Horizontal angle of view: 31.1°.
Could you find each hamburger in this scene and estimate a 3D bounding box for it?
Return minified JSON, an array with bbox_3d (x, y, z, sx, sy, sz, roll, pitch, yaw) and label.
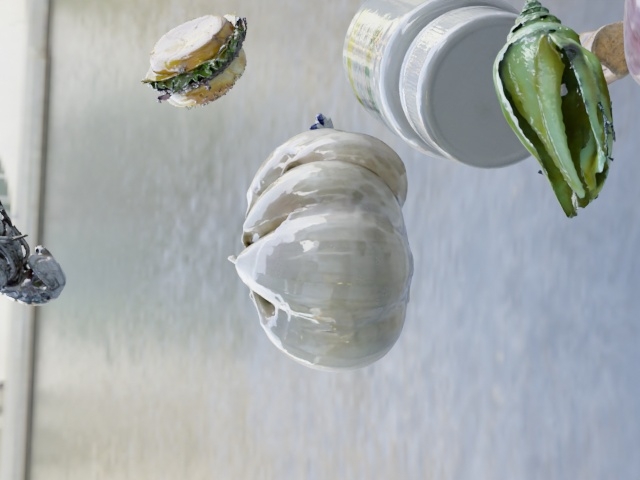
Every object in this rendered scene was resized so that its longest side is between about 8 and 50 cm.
[{"bbox_3d":[-0.176,-0.262,1.686,0.093,0.164,0.189,60,-150,-33],"label":"hamburger"}]

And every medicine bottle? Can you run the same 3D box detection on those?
[{"bbox_3d":[0.161,-0.209,1.424,0.339,0.208,0.208,-123,38,-70],"label":"medicine bottle"}]

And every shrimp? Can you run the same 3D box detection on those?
[{"bbox_3d":[-0.294,-0.004,1.008,0.065,0.165,0.056,-37,14,18],"label":"shrimp"}]

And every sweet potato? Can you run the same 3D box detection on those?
[{"bbox_3d":[0.438,-0.292,1.885,0.252,0.097,0.097,159,112,-69],"label":"sweet potato"}]

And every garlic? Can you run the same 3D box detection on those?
[{"bbox_3d":[0.002,0.003,1.247,0.185,0.203,0.281,122,148,-80],"label":"garlic"}]

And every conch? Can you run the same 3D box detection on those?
[{"bbox_3d":[0.200,-0.126,0.982,0.095,0.080,0.200,-54,51,45],"label":"conch"}]

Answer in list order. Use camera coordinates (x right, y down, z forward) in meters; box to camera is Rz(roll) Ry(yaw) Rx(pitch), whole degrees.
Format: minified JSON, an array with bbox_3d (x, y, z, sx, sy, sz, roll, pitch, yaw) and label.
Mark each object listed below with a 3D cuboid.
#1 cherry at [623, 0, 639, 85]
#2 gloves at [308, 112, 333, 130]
[{"bbox_3d":[0.456,-0.292,1.121,0.291,0.326,0.334,35,134,28],"label":"cherry"},{"bbox_3d":[0.000,-0.172,1.825,0.086,0.026,0.064,-72,-28,-54],"label":"gloves"}]
